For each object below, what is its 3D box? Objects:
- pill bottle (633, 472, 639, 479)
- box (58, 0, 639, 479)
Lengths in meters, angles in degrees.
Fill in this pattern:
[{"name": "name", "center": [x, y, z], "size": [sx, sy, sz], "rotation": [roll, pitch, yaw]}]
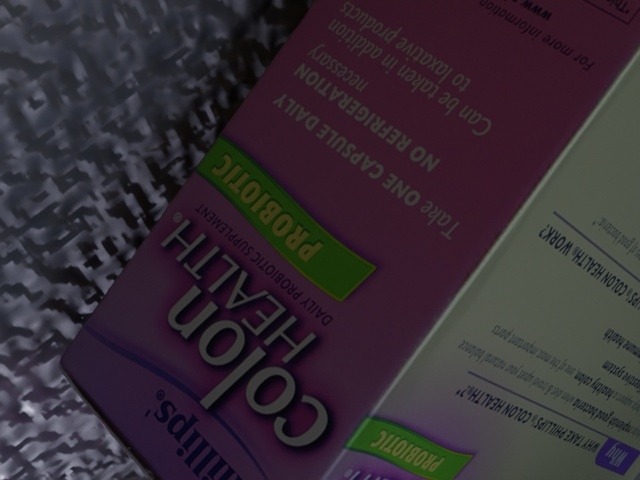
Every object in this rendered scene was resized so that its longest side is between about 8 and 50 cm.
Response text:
[{"name": "pill bottle", "center": [0.149, 0.169, 0.704], "size": [0.162, 0.162, 0.278], "rotation": [-43, 142, -10]}, {"name": "box", "center": [0.067, 0.006, 0.476], "size": [0.243, 0.117, 0.213], "rotation": [-55, 143, 5]}]
